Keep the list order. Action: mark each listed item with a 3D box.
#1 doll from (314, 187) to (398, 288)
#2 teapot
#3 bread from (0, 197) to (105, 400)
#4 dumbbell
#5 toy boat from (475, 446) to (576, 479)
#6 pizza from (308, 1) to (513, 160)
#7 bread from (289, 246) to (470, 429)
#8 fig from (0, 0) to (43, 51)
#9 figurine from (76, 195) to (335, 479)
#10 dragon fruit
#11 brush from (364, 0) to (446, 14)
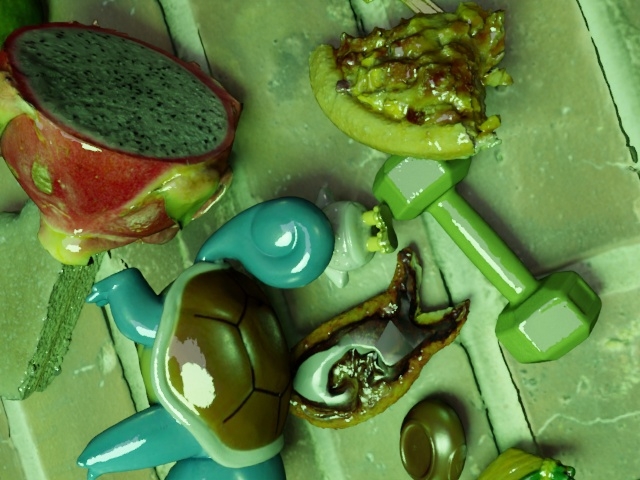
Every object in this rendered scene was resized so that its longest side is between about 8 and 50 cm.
[{"bbox_3d":[0.000,0.000,0.792,0.207,0.081,0.129,-12,90,30],"label":"doll"},{"bbox_3d":[0.150,0.264,0.796,0.098,0.078,0.129,28,117,53],"label":"teapot"},{"bbox_3d":[-0.439,0.067,0.927,0.183,0.102,0.337,30,104,15],"label":"bread"},{"bbox_3d":[0.193,0.006,0.738,0.302,0.121,0.108,49,134,6],"label":"dumbbell"},{"bbox_3d":[0.223,0.344,0.762,0.088,0.089,0.229,47,116,46],"label":"toy boat"},{"bbox_3d":[0.112,-0.203,0.714,0.229,0.081,0.289,-41,47,-7],"label":"pizza"},{"bbox_3d":[0.065,0.140,0.802,0.269,0.095,0.139,-42,85,1],"label":"bread"},{"bbox_3d":[-0.517,-0.319,0.821,0.206,0.275,0.205,1,95,14],"label":"fig"},{"bbox_3d":[-0.125,0.141,0.745,0.243,0.298,0.416,12,94,14],"label":"figurine"},{"bbox_3d":[-0.261,-0.103,0.771,0.305,0.305,0.225,41,126,9],"label":"dragon fruit"},{"bbox_3d":[0.120,-0.302,0.783,0.205,0.011,0.083,44,105,7],"label":"brush"}]
